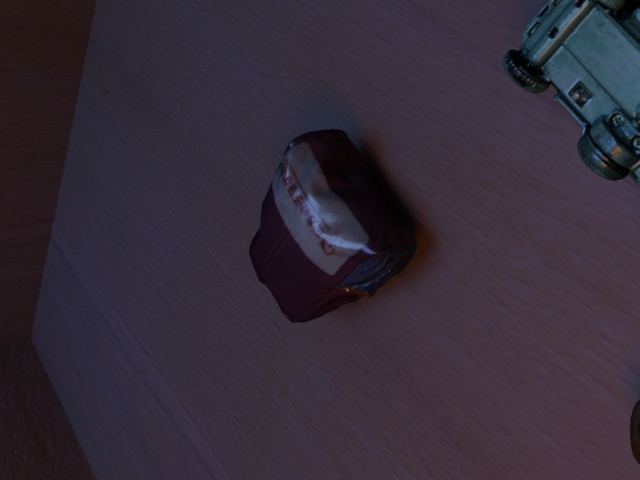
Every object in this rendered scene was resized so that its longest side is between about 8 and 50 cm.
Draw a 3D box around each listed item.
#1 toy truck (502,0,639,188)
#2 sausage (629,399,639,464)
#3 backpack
[{"bbox_3d":[0.355,-0.187,0.776,0.155,0.156,0.278,-52,56,37],"label":"toy truck"},{"bbox_3d":[0.534,0.326,0.643,0.501,0.136,0.123,45,143,35],"label":"sausage"},{"bbox_3d":[0.000,0.000,1.165,0.317,0.197,0.283,-52,58,43],"label":"backpack"}]
